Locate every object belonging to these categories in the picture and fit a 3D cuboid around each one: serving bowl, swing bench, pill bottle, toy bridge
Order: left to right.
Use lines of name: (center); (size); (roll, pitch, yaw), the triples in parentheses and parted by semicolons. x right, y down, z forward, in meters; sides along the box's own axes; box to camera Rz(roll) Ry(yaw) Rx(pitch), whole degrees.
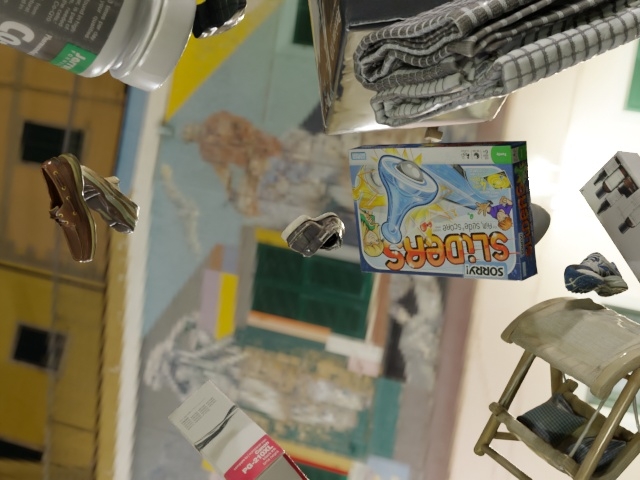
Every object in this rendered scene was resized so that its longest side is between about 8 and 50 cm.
pill bottle: (-0.372, -0.356, 1.726); (0.361, 0.204, 0.204); (21, -101, -27)
toy bridge: (0.207, -0.255, 2.080); (0.063, 0.026, 0.188); (173, 111, -81)
serving bowl: (0.197, -0.012, 1.262); (0.027, 0.083, 0.083); (48, -133, -21)
swing bench: (0.356, 0.220, 1.652); (0.253, 0.165, 0.255); (-150, 69, -67)

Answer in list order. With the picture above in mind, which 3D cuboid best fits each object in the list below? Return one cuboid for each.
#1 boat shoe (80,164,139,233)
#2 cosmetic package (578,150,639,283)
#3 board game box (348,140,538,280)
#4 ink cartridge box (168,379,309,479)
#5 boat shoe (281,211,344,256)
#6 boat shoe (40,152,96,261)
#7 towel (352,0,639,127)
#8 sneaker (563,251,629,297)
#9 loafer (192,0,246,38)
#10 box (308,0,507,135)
boat shoe: (-0.402, -0.091, 2.264); (0.190, 0.068, 0.072); (54, -133, -49)
cosmetic package: (0.497, -0.016, 1.854); (0.060, 0.239, 0.099); (0, -39, -40)
board game box: (0.123, -0.032, 1.247); (0.035, 0.201, 0.136); (-19, -75, -48)
ink cartridge box: (-0.122, 0.360, 1.999); (0.100, 0.237, 0.172); (-43, -47, -11)
boat shoe: (0.000, 0.000, 1.983); (0.075, 0.065, 0.206); (-46, -14, 14)
boat shoe: (-0.405, -0.048, 1.933); (0.060, 0.064, 0.178); (-21, -75, -41)
towel: (0.187, -0.222, 1.287); (0.235, 0.283, 0.121); (-25, -83, -20)
sneaker: (0.389, 0.045, 1.749); (0.135, 0.052, 0.058); (14, -124, -46)
loafer: (-0.143, -0.350, 1.838); (0.061, 0.170, 0.062); (-12, -86, -26)
box: (0.131, -0.453, 1.777); (0.480, 0.297, 0.472); (102, 160, -77)
